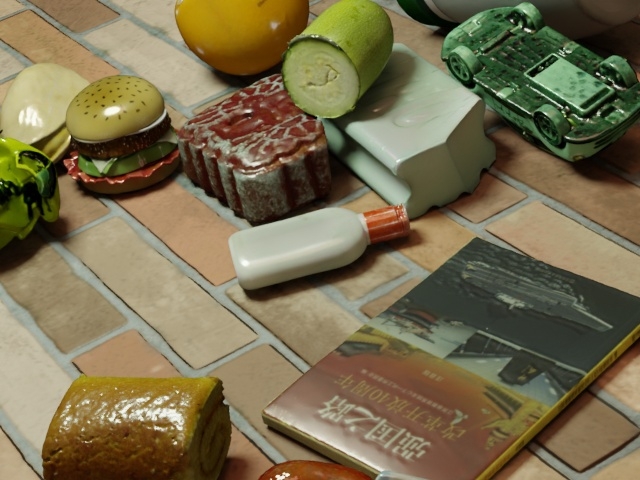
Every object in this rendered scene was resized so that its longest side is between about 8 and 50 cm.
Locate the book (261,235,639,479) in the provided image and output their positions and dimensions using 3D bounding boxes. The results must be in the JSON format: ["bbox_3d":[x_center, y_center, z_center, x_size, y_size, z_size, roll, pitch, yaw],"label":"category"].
[{"bbox_3d":[0.154,0.132,1.624,0.263,0.028,0.374,22,46,39],"label":"book"}]

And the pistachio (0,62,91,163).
[{"bbox_3d":[-0.401,-0.189,2.207,0.145,0.117,0.200,-27,27,15],"label":"pistachio"}]

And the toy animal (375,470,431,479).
[{"bbox_3d":[0.070,0.297,1.227,0.256,0.212,0.195,8,-3,12],"label":"toy animal"}]

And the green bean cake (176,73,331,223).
[{"bbox_3d":[-0.069,-0.127,2.024,0.199,0.097,0.233,-26,35,-20],"label":"green bean cake"}]

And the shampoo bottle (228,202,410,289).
[{"bbox_3d":[0.000,0.000,1.850,0.221,0.051,0.108,-15,30,-2],"label":"shampoo bottle"}]

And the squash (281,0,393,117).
[{"bbox_3d":[0.032,-0.255,1.996,0.123,0.123,0.186,5,36,25],"label":"squash"}]

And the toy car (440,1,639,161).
[{"bbox_3d":[0.290,-0.196,1.970,0.136,0.125,0.306,-36,45,-16],"label":"toy car"}]

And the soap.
[{"bbox_3d":[0.110,-0.153,2.004,0.173,0.095,0.289,-24,35,-15],"label":"soap"}]

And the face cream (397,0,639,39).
[{"bbox_3d":[0.287,-0.400,2.171,0.313,0.219,0.357,4,7,-41],"label":"face cream"}]

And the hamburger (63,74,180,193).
[{"bbox_3d":[-0.277,-0.155,2.104,0.175,0.136,0.175,-6,34,4],"label":"hamburger"}]

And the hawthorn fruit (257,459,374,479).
[{"bbox_3d":[0.000,0.267,1.384,0.138,0.132,0.133,-2,34,6],"label":"hawthorn fruit"}]

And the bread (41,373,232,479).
[{"bbox_3d":[-0.187,0.205,1.556,0.172,0.103,0.132,-2,37,18],"label":"bread"}]

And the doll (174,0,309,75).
[{"bbox_3d":[-0.132,-0.339,2.313,0.213,0.213,0.236,-42,0,-37],"label":"doll"}]

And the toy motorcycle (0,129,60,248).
[{"bbox_3d":[-0.462,-0.023,1.966,0.342,0.142,0.206,-44,6,-38],"label":"toy motorcycle"}]
